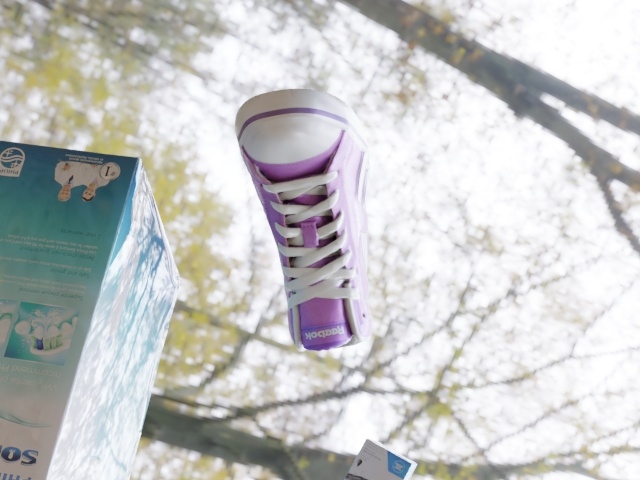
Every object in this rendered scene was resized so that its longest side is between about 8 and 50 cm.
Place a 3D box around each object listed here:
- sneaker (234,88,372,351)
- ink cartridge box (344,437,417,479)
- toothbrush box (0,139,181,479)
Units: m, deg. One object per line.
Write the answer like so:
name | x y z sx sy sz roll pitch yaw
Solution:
sneaker | 0.001 0.000 1.190 0.102 0.282 0.161 -9 -120 7
ink cartridge box | 0.044 0.224 1.277 0.048 0.028 0.083 27 -92 16
toothbrush box | -0.217 0.103 1.159 0.216 0.126 0.295 82 17 -62
